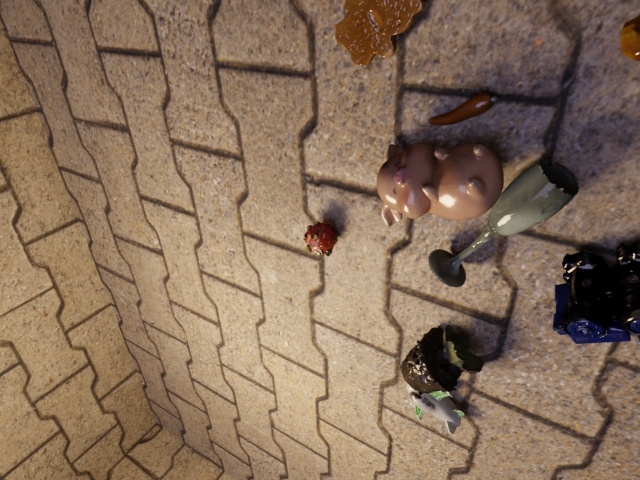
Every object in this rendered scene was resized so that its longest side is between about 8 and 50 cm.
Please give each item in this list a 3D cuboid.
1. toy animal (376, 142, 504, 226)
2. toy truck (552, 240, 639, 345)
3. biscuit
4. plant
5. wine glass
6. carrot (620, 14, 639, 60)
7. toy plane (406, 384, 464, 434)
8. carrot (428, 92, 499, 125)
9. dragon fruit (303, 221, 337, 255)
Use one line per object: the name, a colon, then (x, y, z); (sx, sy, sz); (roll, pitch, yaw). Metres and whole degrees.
toy animal: (0.222, -0.115, 0.860); (0.250, 0.166, 0.154); (7, 163, 40)
toy truck: (0.533, 0.120, 0.792); (0.213, 0.161, 0.177); (-16, 127, 43)
biscuit: (0.104, -0.415, 0.834); (0.133, 0.027, 0.184); (44, 135, 6)
plant: (0.293, 0.295, 1.098); (0.142, 0.131, 0.203); (41, 134, 12)
wine glass: (0.414, 0.015, 0.878); (0.265, 0.096, 0.309); (29, 135, -8)
carrot: (0.538, -0.269, 0.525); (0.314, 0.066, 0.066); (10, 125, 50)
toy plane: (0.310, 0.446, 1.226); (0.174, 0.080, 0.173); (21, 129, 29)
carrot: (0.261, -0.238, 0.829); (0.142, 0.035, 0.035); (-14, 109, 48)
dragon fruit: (0.002, 0.001, 1.164); (0.086, 0.081, 0.116); (15, 151, 28)
